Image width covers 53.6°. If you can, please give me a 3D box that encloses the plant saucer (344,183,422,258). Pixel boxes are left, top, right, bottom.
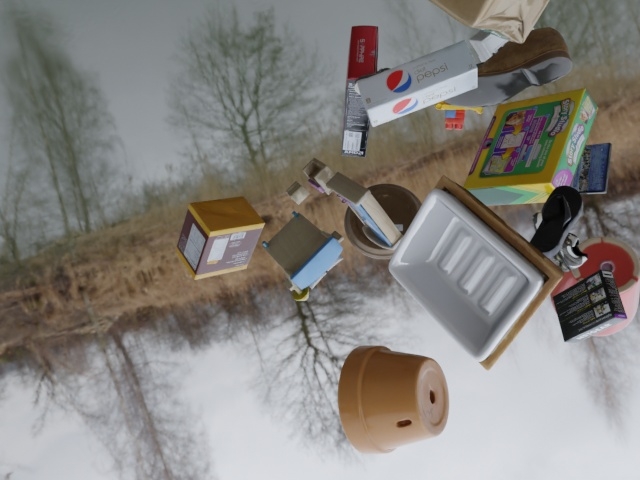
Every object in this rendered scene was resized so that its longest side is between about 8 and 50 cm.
[{"bbox_3d":[0.216,-0.073,2.143,0.278,0.277,0.041,-19,158,2],"label":"plant saucer"}]

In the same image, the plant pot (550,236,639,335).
[{"bbox_3d":[0.861,0.128,1.956,0.275,0.275,0.243,-19,150,3],"label":"plant pot"}]

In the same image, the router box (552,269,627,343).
[{"bbox_3d":[0.688,0.173,1.631,0.046,0.133,0.179,9,149,-22],"label":"router box"}]

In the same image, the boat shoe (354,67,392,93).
[{"bbox_3d":[0.184,-0.452,1.790,0.206,0.065,0.075,-7,149,-19],"label":"boat shoe"}]

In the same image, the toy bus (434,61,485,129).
[{"bbox_3d":[0.460,-0.456,1.998,0.220,0.211,0.149,1,-168,7],"label":"toy bus"}]

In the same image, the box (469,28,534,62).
[{"bbox_3d":[0.661,-0.695,2.245,0.182,0.181,0.119,-40,-158,4],"label":"box"}]

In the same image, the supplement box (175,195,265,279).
[{"bbox_3d":[-0.301,-0.009,1.888,0.191,0.129,0.194,-11,140,-41],"label":"supplement box"}]

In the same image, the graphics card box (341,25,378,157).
[{"bbox_3d":[0.125,-0.471,2.043,0.094,0.232,0.371,4,150,2],"label":"graphics card box"}]

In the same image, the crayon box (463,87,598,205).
[{"bbox_3d":[0.654,-0.284,1.982,0.313,0.106,0.363,1,-123,50],"label":"crayon box"}]

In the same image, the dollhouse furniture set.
[{"bbox_3d":[0.000,0.000,1.595,0.303,0.198,0.286,-46,-140,-5],"label":"dollhouse furniture set"}]

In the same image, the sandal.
[{"bbox_3d":[0.598,-0.059,1.604,0.097,0.054,0.254,-2,-138,39],"label":"sandal"}]

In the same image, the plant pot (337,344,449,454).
[{"bbox_3d":[0.208,0.416,1.675,0.203,0.290,0.291,-12,-178,33],"label":"plant pot"}]

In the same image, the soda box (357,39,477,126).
[{"bbox_3d":[0.184,-0.296,1.204,0.216,0.069,0.074,-20,160,7],"label":"soda box"}]

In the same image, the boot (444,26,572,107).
[{"bbox_3d":[0.436,-0.410,1.520,0.305,0.115,0.112,-15,151,26],"label":"boot"}]

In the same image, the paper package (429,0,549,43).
[{"bbox_3d":[0.275,-0.553,1.087,0.168,0.325,0.309,-5,132,-42],"label":"paper package"}]

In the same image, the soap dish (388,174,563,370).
[{"bbox_3d":[0.280,0.054,1.165,0.118,0.291,0.229,-6,133,-43],"label":"soap dish"}]

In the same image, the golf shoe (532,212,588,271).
[{"bbox_3d":[0.697,-0.009,1.835,0.077,0.198,0.094,-34,177,-42],"label":"golf shoe"}]

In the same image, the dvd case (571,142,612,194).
[{"bbox_3d":[0.926,-0.254,2.302,0.022,0.180,0.253,12,173,-36],"label":"dvd case"}]
